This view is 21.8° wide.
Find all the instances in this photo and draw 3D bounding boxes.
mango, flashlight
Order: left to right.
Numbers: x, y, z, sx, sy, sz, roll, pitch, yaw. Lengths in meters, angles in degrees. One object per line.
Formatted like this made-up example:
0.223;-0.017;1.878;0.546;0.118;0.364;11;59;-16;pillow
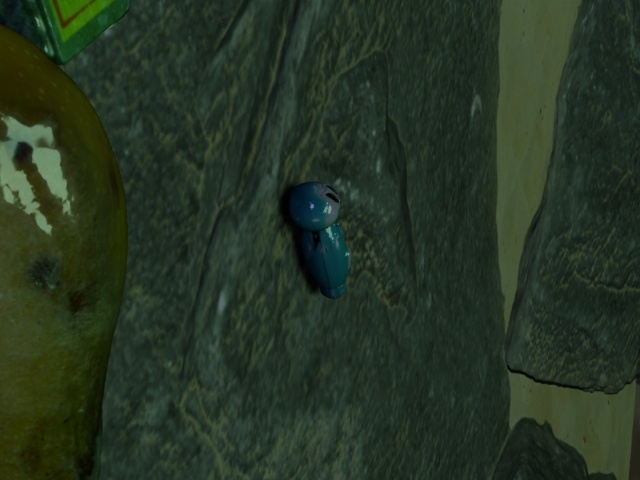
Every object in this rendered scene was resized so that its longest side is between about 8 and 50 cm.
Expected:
-0.212;0.023;1.006;0.175;0.176;0.329;-38;142;-48;mango
0.000;0.000;1.574;0.051;0.051;0.129;-59;149;-42;flashlight

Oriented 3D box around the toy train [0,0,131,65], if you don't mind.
-0.191;-0.240;1.032;0.188;0.159;0.272;-48;136;-42;toy train
